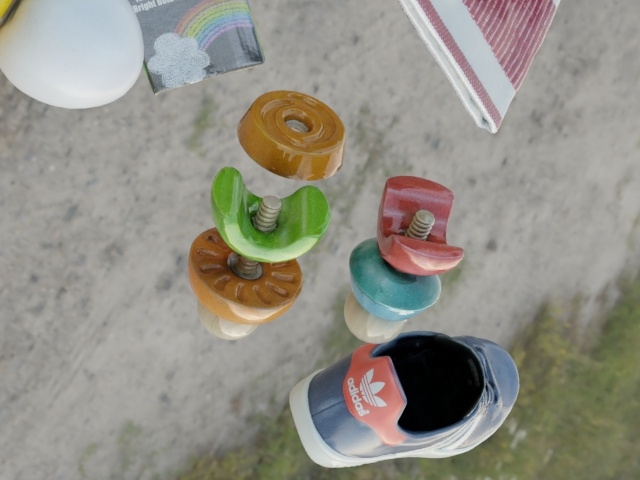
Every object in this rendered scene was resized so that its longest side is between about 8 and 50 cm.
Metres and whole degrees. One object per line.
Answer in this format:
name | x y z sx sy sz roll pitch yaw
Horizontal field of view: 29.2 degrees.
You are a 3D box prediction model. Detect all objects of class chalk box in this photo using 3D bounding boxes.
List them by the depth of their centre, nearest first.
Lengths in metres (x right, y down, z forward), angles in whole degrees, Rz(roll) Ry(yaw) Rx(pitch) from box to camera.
chalk box | -0.153 -0.291 1.338 0.132 0.132 0.213 -106 -179 -64

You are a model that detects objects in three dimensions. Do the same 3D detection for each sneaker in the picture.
sneaker | 0.133 0.150 1.260 0.148 0.131 0.350 -33 165 36

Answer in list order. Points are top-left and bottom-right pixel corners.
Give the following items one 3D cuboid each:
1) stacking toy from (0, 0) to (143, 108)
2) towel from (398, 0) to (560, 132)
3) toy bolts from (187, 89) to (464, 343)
stacking toy | -0.347 -0.244 0.934 0.480 0.350 0.351 35 78 -24
towel | 0.147 -0.278 0.913 0.237 0.037 0.329 46 66 -48
toy bolts | 0.000 0.000 1.108 0.218 0.228 0.158 -86 -166 -48
